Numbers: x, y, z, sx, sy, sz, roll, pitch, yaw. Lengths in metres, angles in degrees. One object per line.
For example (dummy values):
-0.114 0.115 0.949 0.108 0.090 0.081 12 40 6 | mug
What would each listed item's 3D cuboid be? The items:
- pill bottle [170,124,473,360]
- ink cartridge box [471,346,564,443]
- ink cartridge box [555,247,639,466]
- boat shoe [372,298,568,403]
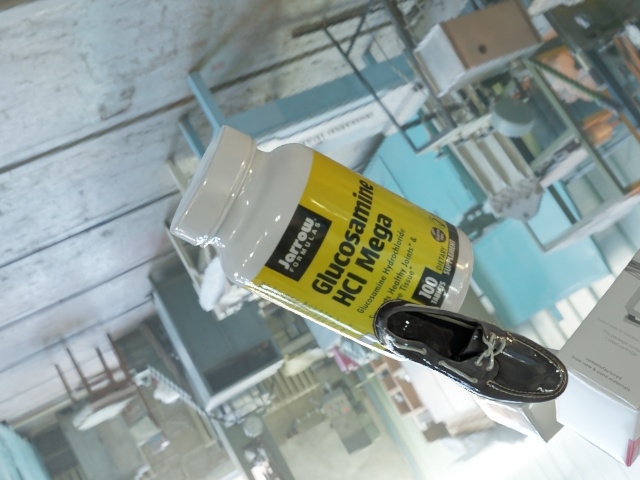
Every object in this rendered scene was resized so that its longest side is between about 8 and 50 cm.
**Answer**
0.000 0.000 0.910 0.188 0.334 0.188 -56 -163 27 | pill bottle
0.406 0.284 1.444 0.154 0.093 0.212 -39 -170 -13 | ink cartridge box
0.434 0.125 0.979 0.283 0.117 0.207 -46 144 -16 | ink cartridge box
0.150 0.113 0.746 0.065 0.206 0.075 63 47 -82 | boat shoe
